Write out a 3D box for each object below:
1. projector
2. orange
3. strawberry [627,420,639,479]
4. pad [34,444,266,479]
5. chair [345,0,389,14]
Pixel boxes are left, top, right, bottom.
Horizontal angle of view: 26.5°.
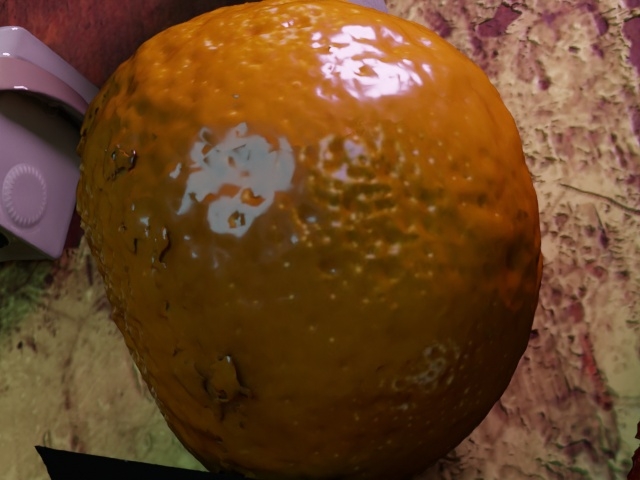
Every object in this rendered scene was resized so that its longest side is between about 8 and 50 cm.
[{"bbox_3d":[-0.319,-0.081,1.222,0.242,0.163,0.177,-3,66,29],"label":"projector"},{"bbox_3d":[0.000,0.000,0.916,0.293,0.340,0.340,-23,54,-11],"label":"orange"},{"bbox_3d":[0.263,0.199,0.712,0.267,0.312,0.351,-10,41,1],"label":"strawberry"},{"bbox_3d":[-0.002,0.246,0.864,0.368,0.247,0.007,3,33,30],"label":"pad"},{"bbox_3d":[-0.050,-0.303,1.183,0.186,0.160,0.319,-14,72,31],"label":"chair"}]
